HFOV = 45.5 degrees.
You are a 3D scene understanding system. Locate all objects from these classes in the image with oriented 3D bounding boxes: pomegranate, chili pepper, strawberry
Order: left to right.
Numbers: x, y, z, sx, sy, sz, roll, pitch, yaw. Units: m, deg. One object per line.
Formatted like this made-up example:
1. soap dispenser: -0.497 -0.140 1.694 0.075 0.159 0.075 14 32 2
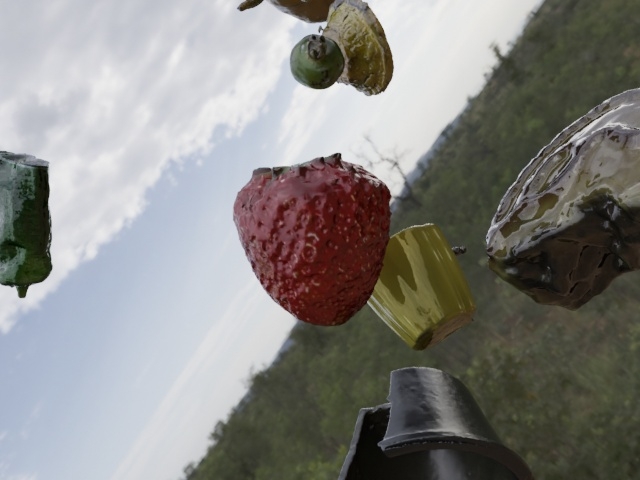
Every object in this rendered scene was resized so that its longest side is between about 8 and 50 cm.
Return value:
1. chili pepper: -0.546 -0.020 1.397 0.099 0.136 0.270 -25 -56 -66
2. pomegranate: -0.009 -0.364 1.525 0.114 0.115 0.142 -53 -8 -8
3. strawberry: 0.000 0.000 1.230 0.258 0.276 0.257 -14 5 1

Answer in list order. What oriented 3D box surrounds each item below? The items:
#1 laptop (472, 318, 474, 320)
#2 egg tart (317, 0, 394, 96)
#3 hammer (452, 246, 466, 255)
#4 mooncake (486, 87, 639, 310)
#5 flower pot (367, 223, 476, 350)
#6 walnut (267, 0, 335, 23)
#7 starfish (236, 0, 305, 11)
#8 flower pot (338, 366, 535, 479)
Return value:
1. laptop: 0.267 0.138 1.837 0.135 0.197 0.016 29 93 58
2. egg tart: 0.070 -0.426 1.697 0.106 0.241 0.241 -27 -13 -18
3. hammer: 0.305 0.050 1.969 0.065 0.021 0.178 -5 -15 -26
4. mooncake: 0.448 -0.035 1.137 0.394 0.246 0.393 -49 17 21
5. flower pot: 0.182 0.095 1.403 0.195 0.179 0.195 -25 -25 -13
6. walnut: -0.046 -0.770 2.063 0.308 0.354 0.397 -34 40 14
7. starfish: -0.124 -0.514 1.477 0.223 0.217 0.050 -54 -14 -41
8. flower pot: 0.198 0.405 1.430 0.379 0.380 0.251 -56 19 29
